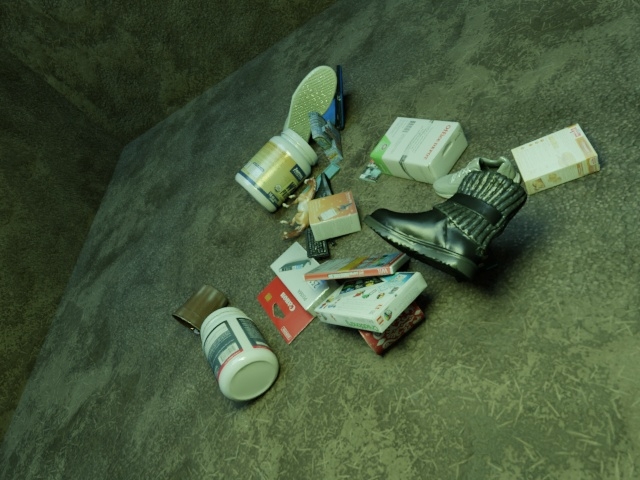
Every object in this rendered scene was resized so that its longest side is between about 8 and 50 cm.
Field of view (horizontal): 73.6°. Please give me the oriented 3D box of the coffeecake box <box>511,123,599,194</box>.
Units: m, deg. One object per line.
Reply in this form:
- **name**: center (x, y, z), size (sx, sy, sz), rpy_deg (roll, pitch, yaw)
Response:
- **coffeecake box**: center (0.668, -0.232, 1.226), size (0.186, 0.068, 0.142), rpy_deg (-21, 46, 24)

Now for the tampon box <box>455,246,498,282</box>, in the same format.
- **tampon box**: center (0.392, 0.016, 1.168), size (0.120, 0.161, 0.101), rpy_deg (-26, 44, 19)

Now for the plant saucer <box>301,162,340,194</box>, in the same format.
- **plant saucer**: center (0.003, -0.249, 1.812), size (0.192, 0.018, 0.067), rpy_deg (-46, 41, -1)

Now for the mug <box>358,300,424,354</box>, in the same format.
- **mug**: center (0.188, 0.214, 1.208), size (0.169, 0.113, 0.150), rpy_deg (-37, 44, 3)

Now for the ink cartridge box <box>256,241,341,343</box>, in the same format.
- **ink cartridge box**: center (-0.098, 0.173, 1.503), size (0.261, 0.066, 0.296), rpy_deg (-45, 41, -3)

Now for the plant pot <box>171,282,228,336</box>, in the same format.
- **plant pot**: center (-0.453, 0.265, 1.648), size (0.167, 0.167, 0.165), rpy_deg (6, 53, 41)

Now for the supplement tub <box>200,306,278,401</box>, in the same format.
- **supplement tub**: center (-0.270, 0.360, 1.387), size (0.191, 0.191, 0.272), rpy_deg (-45, 41, -2)

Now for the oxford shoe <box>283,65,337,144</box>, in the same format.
- **oxford shoe**: center (-0.065, -0.583, 1.932), size (0.130, 0.169, 0.449), rpy_deg (-87, 21, -50)

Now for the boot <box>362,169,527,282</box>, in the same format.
- **boot**: center (0.302, -0.071, 1.082), size (0.348, 0.131, 0.260), rpy_deg (27, 84, 35)

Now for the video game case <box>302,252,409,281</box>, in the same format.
- **video game case**: center (0.113, 0.080, 1.319), size (0.285, 0.204, 0.025), rpy_deg (-8, 97, 27)

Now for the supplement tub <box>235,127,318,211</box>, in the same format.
- **supplement tub**: center (-0.185, -0.303, 1.845), size (0.316, 0.228, 0.228), rpy_deg (-47, 41, -3)

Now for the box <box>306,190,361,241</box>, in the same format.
- **box**: center (0.047, -0.089, 1.549), size (0.171, 0.091, 0.130), rpy_deg (-15, 46, 3)

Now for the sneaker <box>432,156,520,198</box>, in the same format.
- **sneaker**: center (0.468, -0.207, 1.326), size (0.262, 0.121, 0.099), rpy_deg (-6, 53, 36)

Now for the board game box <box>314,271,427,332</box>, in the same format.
- **board game box**: center (0.131, 0.165, 1.212), size (0.193, 0.053, 0.305), rpy_deg (-38, 14, -26)

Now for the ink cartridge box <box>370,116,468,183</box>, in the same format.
- **ink cartridge box**: center (0.348, -0.323, 1.523), size (0.273, 0.115, 0.198), rpy_deg (25, 74, 47)

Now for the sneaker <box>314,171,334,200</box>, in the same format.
- **sneaker**: center (0.002, -0.197, 1.737), size (0.089, 0.051, 0.170), rpy_deg (-28, 55, 17)

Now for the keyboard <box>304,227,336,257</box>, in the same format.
- **keyboard**: center (0.000, 0.000, 1.563), size (0.108, 0.023, 0.180), rpy_deg (-5, 36, -2)

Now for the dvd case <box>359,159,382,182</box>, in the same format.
- **dvd case**: center (0.214, -0.281, 1.672), size (0.087, 0.013, 0.119), rpy_deg (21, 70, 46)

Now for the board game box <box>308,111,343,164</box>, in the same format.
- **board game box**: center (0.033, -0.436, 1.846), size (0.060, 0.194, 0.194), rpy_deg (-25, 59, 22)

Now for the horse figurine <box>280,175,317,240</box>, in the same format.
- **horse figurine**: center (-0.084, -0.117, 1.714), size (0.174, 0.066, 0.263), rpy_deg (-12, 60, 38)

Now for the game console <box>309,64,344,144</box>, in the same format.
- **game console**: center (0.023, -0.639, 2.014), size (0.173, 0.250, 0.293), rpy_deg (-3, 50, 4)
